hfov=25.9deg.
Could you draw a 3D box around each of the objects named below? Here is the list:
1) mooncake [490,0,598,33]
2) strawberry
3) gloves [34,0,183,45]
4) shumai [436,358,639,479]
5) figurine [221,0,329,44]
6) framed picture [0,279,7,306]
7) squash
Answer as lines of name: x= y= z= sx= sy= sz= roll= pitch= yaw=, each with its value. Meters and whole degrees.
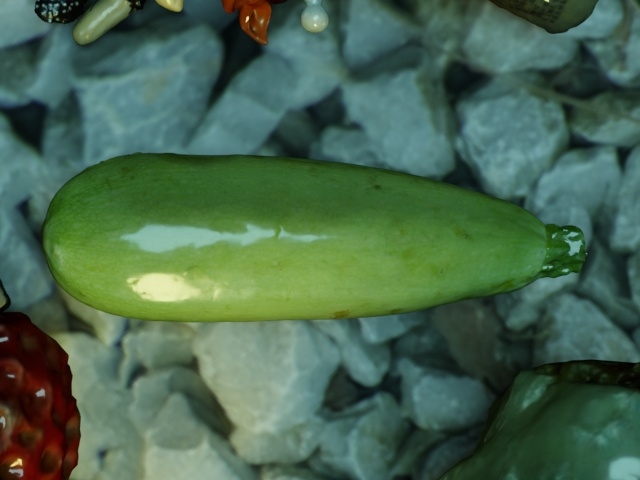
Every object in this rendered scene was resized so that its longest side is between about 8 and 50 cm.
mooncake: x=0.152 y=-0.223 z=0.994 sx=0.125 sy=0.073 sz=0.130 roll=23 pitch=85 yaw=-6
strawberry: x=-0.245 y=0.156 z=0.838 sx=0.253 sy=0.280 sz=0.150 roll=-38 pitch=100 yaw=-16
gloves: x=-0.135 y=-0.220 z=0.944 sx=0.129 sy=0.106 sz=0.180 roll=22 pitch=117 yaw=-1
shumai: x=0.189 y=0.246 z=0.920 sx=0.324 sy=0.397 sz=0.323 roll=36 pitch=53 yaw=-28
figurine: x=-0.002 y=-0.239 z=0.916 sx=0.160 sy=0.183 sz=0.226 roll=28 pitch=92 yaw=-5
framed picture: x=-0.342 y=0.082 z=0.835 sx=0.324 sy=0.240 sz=0.020 roll=-33 pitch=114 yaw=-9
squash: x=-0.002 y=-0.002 z=0.953 sx=0.371 sy=0.118 sz=0.118 roll=0 pitch=91 yaw=-13
